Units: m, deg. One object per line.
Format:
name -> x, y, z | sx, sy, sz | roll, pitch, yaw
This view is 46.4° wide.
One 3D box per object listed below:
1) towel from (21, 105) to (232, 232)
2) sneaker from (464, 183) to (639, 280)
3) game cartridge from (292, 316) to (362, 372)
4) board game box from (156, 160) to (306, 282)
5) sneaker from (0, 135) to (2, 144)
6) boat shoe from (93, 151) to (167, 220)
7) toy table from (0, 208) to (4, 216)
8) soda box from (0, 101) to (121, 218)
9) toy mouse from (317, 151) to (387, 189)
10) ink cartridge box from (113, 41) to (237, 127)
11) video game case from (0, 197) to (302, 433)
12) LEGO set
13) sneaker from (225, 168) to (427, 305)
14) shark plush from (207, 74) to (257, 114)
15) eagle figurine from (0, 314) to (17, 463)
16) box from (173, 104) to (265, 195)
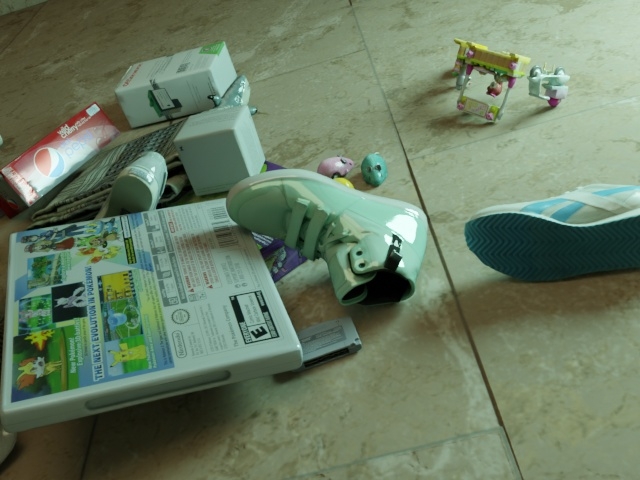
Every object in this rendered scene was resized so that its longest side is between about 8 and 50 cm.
towel -> -0.324, -0.126, 1.279 | 0.312, 0.056, 0.324 | -15, 27, 20
sneaker -> 0.279, -0.014, 0.845 | 0.229, 0.087, 0.092 | -2, 29, 13
game cartridge -> 0.002, 0.116, 0.846 | 0.083, 0.017, 0.056 | -19, 36, 0
board game box -> -0.124, -0.042, 1.117 | 0.208, 0.056, 0.347 | -31, 34, -26
sneaker -> -0.818, -0.229, 1.731 | 0.152, 0.058, 0.084 | 13, 36, 31
boat shoe -> -0.272, -0.043, 1.075 | 0.227, 0.079, 0.081 | -48, 11, 46
toy table -> -0.738, -0.099, 1.407 | 0.274, 0.160, 0.252 | -18, 33, 0
soda box -> -0.507, -0.156, 1.421 | 0.092, 0.083, 0.263 | -19, 24, 43
toy mouse -> 0.047, -0.110, 1.141 | 0.161, 0.031, 0.143 | 14, 45, 41
ink cartridge box -> -0.305, -0.333, 1.593 | 0.219, 0.092, 0.160 | -11, 33, 13
video game case -> -0.208, 0.063, 0.872 | 0.300, 0.036, 0.329 | -10, 36, -14
LEGO set -> 0.267, -0.264, 1.232 | 0.132, 0.107, 0.287 | 7, 18, -25
sneaker -> 0.001, 0.000, 0.891 | 0.256, 0.094, 0.151 | 10, 40, 2
shark plush -> -0.202, -0.259, 1.456 | 0.161, 0.067, 0.073 | -30, 34, -16
eagle figurine -> -0.419, 0.134, 0.920 | 0.226, 0.225, 0.298 | 28, 5, 0
box -> -0.151, -0.137, 1.137 | 0.101, 0.102, 0.087 | -8, 32, 15
